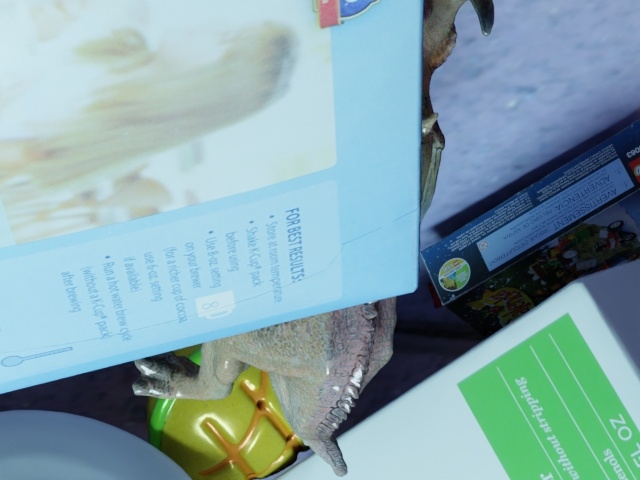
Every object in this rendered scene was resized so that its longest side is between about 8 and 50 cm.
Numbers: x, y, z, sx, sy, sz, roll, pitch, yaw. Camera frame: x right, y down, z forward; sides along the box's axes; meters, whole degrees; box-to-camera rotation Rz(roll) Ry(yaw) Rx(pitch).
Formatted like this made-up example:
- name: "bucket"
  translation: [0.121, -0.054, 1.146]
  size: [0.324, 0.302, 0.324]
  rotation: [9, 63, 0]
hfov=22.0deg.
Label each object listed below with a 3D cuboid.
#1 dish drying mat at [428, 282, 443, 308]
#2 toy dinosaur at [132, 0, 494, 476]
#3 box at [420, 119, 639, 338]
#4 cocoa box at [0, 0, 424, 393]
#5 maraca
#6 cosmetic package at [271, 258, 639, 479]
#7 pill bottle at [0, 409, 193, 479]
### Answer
- name: "dish drying mat"
  translation: [0.114, 0.025, 1.096]
  size: [0.083, 0.008, 0.032]
  rotation: [-19, 148, 2]
- name: "toy dinosaur"
  translation: [0.000, 0.000, 0.824]
  size: [0.200, 0.296, 0.127]
  rotation: [4, -164, 42]
- name: "box"
  translation: [0.188, 0.025, 1.085]
  size: [0.159, 0.044, 0.233]
  rotation: [-33, 146, 16]
- name: "cocoa box"
  translation: [-0.098, -0.133, 0.576]
  size: [0.231, 0.228, 0.347]
  rotation: [-13, 146, -7]
- name: "maraca"
  translation: [-0.031, 0.091, 1.050]
  size: [0.185, 0.099, 0.127]
  rotation: [-21, 138, -33]
- name: "cosmetic package"
  translation: [0.100, 0.183, 1.022]
  size: [0.365, 0.197, 0.155]
  rotation: [-38, 166, 30]
- name: "pill bottle"
  translation: [-0.203, 0.314, 1.048]
  size: [0.229, 0.229, 0.408]
  rotation: [-2, 137, -22]
